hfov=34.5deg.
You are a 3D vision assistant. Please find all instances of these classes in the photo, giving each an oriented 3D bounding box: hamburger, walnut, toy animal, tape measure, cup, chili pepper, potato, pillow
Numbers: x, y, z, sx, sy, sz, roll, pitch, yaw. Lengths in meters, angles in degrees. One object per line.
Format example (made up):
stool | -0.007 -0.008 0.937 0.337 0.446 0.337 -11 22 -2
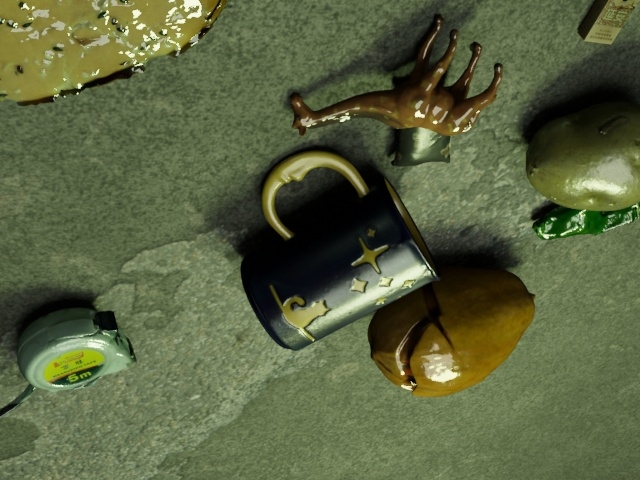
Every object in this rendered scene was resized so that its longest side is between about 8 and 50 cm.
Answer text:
hamburger | -0.259 -0.296 0.960 0.317 0.195 0.277 -20 145 0
walnut | 0.236 0.138 1.739 0.336 0.209 0.209 -18 144 -29
toy animal | 0.100 -0.193 1.359 0.224 0.066 0.230 32 108 -16
tape measure | -0.447 0.192 1.516 0.330 0.084 0.164 -20 140 -8
cup | 0.005 0.003 1.520 0.256 0.255 0.178 -28 179 9
chili pepper | 0.459 -0.060 1.730 0.216 0.062 0.108 -24 136 0
potato | 0.426 -0.126 1.564 0.235 0.160 0.178 -2 118 -12
pillow | 0.147 -0.158 1.454 0.090 0.048 0.150 -17 141 -16

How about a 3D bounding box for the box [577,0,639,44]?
box | 0.400 -0.314 1.428 0.053 0.024 0.083 0 138 -28
